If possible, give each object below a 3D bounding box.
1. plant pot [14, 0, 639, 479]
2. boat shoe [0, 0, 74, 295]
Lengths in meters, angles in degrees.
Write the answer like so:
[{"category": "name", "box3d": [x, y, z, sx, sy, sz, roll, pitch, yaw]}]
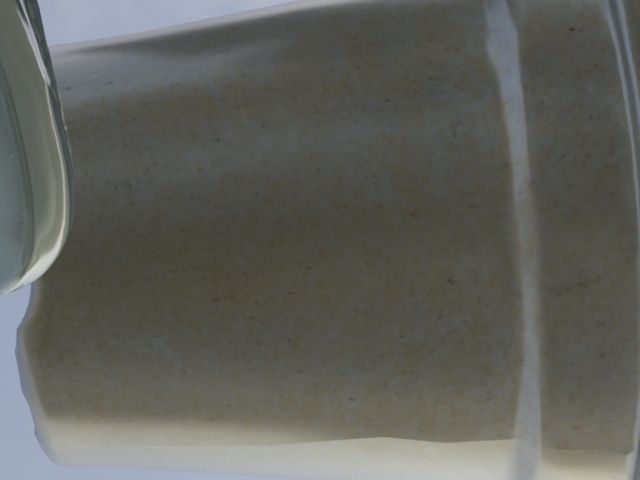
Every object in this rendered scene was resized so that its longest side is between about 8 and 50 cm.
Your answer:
[{"category": "plant pot", "box3d": [0.000, 0.000, 0.900, 0.305, 0.334, 0.334, -4, -81, -1]}, {"category": "boat shoe", "box3d": [-0.111, -0.098, 0.475, 0.081, 0.079, 0.227, -23, -90, -52]}]
